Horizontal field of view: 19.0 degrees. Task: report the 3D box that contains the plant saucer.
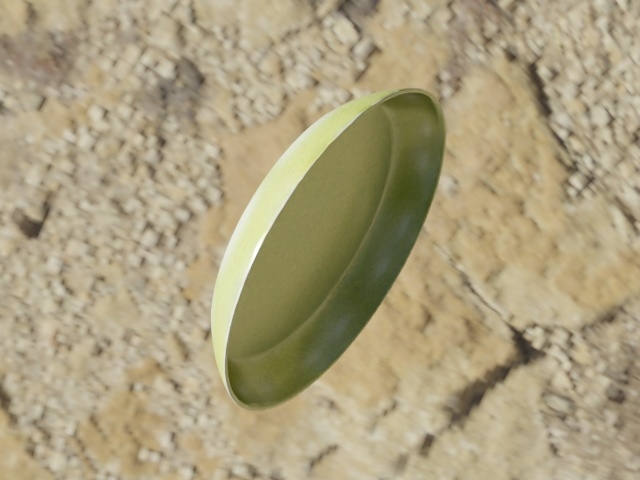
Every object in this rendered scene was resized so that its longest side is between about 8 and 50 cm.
[{"bbox_3d":[0.000,0.000,1.261,0.037,0.241,0.241,31,91,23],"label":"plant saucer"}]
